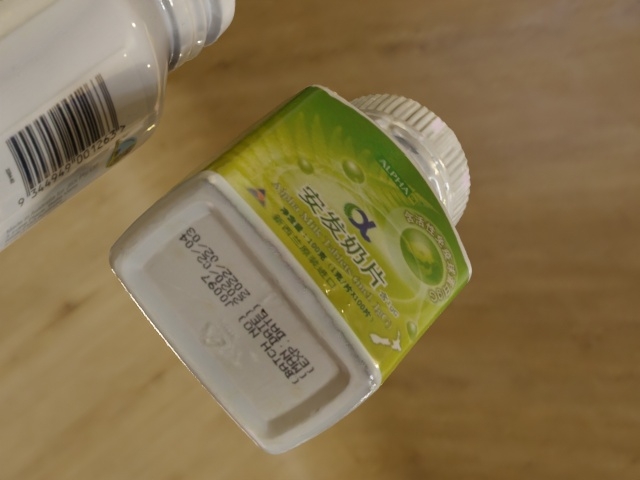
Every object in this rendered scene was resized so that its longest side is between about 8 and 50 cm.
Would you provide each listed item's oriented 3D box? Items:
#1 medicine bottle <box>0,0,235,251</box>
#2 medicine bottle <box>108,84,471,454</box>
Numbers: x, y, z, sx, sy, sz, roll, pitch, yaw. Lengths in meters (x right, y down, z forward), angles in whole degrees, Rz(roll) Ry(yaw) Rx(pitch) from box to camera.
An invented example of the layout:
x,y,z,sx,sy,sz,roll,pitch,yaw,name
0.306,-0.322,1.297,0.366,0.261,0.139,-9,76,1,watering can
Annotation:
x,y,z,sx,sy,sz,roll,pitch,yaw,name
-0.149,-0.087,0.987,0.135,0.215,0.135,36,-31,26,medicine bottle
0.000,0.000,0.963,0.132,0.188,0.088,49,-55,-3,medicine bottle
